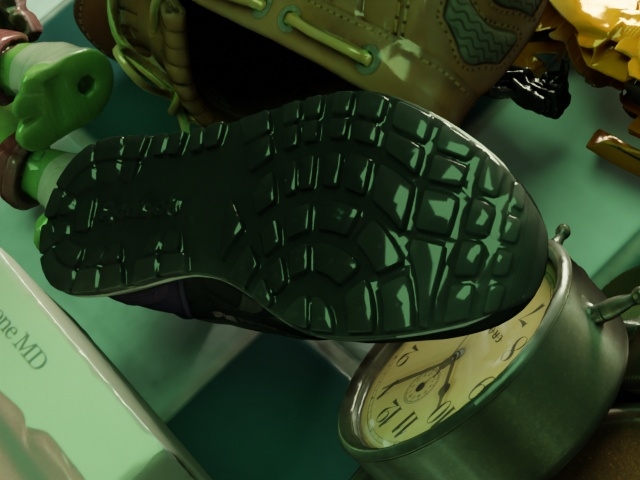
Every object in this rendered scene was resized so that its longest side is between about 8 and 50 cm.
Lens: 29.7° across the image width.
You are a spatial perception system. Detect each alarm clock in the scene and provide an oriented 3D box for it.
[{"bbox_3d":[0.058,0.076,0.535,0.192,0.064,0.129,-39,16,5],"label":"alarm clock"}]

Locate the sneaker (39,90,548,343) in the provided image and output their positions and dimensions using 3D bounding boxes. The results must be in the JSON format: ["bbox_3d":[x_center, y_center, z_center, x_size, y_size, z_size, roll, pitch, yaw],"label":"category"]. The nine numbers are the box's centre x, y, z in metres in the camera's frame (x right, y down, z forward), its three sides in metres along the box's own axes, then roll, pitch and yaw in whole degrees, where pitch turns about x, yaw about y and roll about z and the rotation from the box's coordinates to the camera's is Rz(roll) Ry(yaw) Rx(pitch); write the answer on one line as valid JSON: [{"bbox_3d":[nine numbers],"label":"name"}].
[{"bbox_3d":[0.000,0.000,0.581,0.283,0.124,0.107,5,76,42],"label":"sneaker"}]

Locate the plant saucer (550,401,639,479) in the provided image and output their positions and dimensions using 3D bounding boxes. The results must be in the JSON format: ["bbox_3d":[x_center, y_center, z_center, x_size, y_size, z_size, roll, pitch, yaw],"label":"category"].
[{"bbox_3d":[0.129,0.136,0.501,0.168,0.029,0.168,-12,51,15],"label":"plant saucer"}]

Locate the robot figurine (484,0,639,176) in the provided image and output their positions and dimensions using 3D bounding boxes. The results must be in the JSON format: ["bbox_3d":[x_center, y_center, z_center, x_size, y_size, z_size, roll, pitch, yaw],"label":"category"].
[{"bbox_3d":[0.185,-0.119,0.638,0.211,0.085,0.291,-44,49,-12],"label":"robot figurine"}]

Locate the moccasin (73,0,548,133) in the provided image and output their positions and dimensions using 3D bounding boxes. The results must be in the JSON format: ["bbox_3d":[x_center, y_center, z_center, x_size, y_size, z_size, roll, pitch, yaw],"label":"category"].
[{"bbox_3d":[-0.038,-0.111,0.678,0.380,0.139,0.147,17,77,48],"label":"moccasin"}]

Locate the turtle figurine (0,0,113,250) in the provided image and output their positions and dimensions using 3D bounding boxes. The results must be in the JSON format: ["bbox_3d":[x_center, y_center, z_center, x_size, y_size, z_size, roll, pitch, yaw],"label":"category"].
[{"bbox_3d":[-0.262,-0.081,0.747,0.266,0.274,0.198,27,103,33],"label":"turtle figurine"}]

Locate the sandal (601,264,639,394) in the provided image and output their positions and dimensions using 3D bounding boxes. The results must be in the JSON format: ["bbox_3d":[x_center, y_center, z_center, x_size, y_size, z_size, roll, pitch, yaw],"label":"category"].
[{"bbox_3d":[0.218,0.048,0.514,0.219,0.060,0.090,-7,47,39],"label":"sandal"}]

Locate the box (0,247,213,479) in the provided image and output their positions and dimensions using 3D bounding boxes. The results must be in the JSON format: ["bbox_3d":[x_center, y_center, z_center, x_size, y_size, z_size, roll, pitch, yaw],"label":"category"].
[{"bbox_3d":[-0.182,0.138,0.556,0.232,0.127,0.148,-42,66,-10],"label":"box"}]
